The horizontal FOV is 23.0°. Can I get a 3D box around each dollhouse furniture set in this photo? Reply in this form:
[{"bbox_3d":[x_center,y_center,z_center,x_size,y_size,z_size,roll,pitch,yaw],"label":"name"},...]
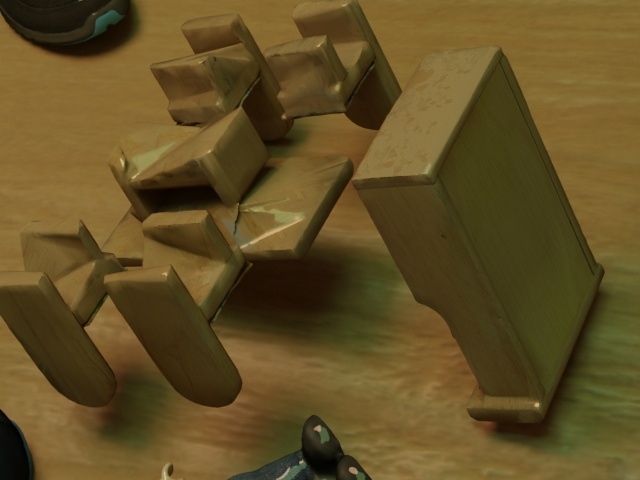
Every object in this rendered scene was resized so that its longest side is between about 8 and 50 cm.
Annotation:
[{"bbox_3d":[0.000,0.000,1.337,0.394,0.256,0.362,-3,41,35],"label":"dollhouse furniture set"}]

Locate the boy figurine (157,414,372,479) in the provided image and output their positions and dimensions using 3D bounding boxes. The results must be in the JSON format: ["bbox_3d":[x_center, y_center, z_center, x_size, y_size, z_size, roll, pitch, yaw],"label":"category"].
[{"bbox_3d":[-0.097,0.249,1.222,0.285,0.092,0.177,-29,54,-14],"label":"boy figurine"}]

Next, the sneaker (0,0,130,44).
[{"bbox_3d":[-0.328,-0.334,1.704,0.125,0.140,0.341,-35,54,-16],"label":"sneaker"}]

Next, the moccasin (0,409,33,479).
[{"bbox_3d":[-0.325,0.273,1.238,0.137,0.117,0.342,-4,52,10],"label":"moccasin"}]
